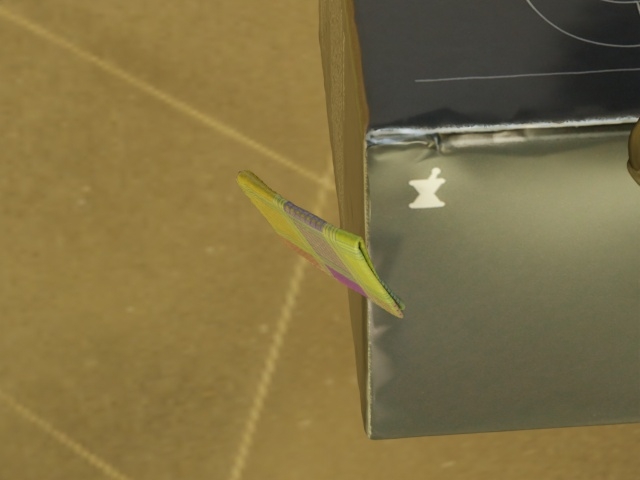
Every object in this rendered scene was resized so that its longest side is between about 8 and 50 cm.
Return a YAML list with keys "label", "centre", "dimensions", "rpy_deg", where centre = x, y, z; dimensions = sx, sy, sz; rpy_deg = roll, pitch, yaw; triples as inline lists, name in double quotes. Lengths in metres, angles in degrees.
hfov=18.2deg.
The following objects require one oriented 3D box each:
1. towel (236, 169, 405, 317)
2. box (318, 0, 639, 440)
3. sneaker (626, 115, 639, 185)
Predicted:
- label: "towel"
  centre: [0.000, 0.000, 0.875]
  dimensions: [0.009, 0.060, 0.083]
  rpy_deg: [-48, 47, -12]
- label: "box"
  centre: [0.153, -0.103, 1.136]
  dimensions: [0.395, 0.293, 0.212]
  rpy_deg: [-95, 3, -50]
- label: "sneaker"
  centre: [0.201, -0.122, 0.707]
  dimensions: [0.271, 0.100, 0.108]
  rpy_deg: [-53, 52, 23]
